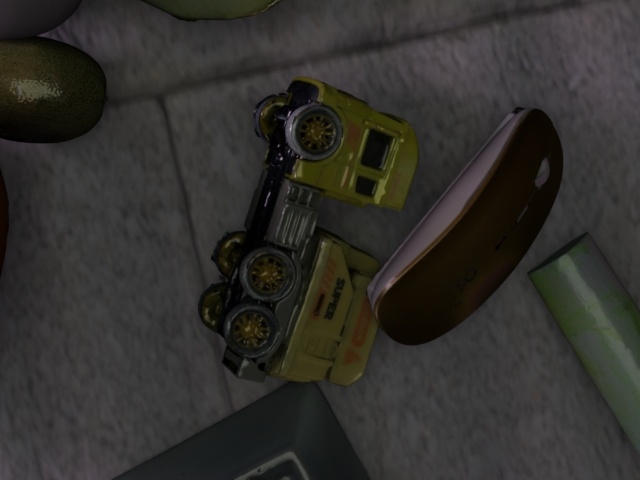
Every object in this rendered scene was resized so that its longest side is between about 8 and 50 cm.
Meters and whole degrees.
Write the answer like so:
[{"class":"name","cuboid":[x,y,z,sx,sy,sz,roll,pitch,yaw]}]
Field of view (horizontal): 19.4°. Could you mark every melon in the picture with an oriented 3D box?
[{"class":"melon","cuboid":[-0.273,-0.138,1.693,0.162,0.099,0.099,7,91,2]}]

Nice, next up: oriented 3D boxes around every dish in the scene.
[{"class":"dish","cuboid":[-0.072,0.259,1.712,0.243,0.080,0.182,-29,91,0]}]

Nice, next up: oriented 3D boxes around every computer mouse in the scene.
[{"class":"computer mouse","cuboid":[0.140,-0.009,1.678,0.056,0.126,0.245,33,79,35]}]

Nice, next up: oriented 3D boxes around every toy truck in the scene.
[{"class":"toy truck","cuboid":[0.000,0.000,1.684,0.157,0.124,0.272,16,94,-19]}]

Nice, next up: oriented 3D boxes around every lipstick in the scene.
[{"class":"lipstick","cuboid":[0.297,0.139,1.710,0.076,0.076,0.304,-33,91,1]}]

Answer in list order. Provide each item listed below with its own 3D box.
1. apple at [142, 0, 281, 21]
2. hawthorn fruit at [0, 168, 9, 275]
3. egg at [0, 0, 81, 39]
[{"class":"apple","cuboid":[-0.103,-0.298,1.656,0.188,0.174,0.207,29,85,-27]},{"class":"hawthorn fruit","cuboid":[-0.408,0.048,1.611,0.284,0.285,0.369,0,98,0]},{"class":"egg","cuboid":[-0.305,-0.272,1.647,0.232,0.176,0.176,36,91,18]}]
